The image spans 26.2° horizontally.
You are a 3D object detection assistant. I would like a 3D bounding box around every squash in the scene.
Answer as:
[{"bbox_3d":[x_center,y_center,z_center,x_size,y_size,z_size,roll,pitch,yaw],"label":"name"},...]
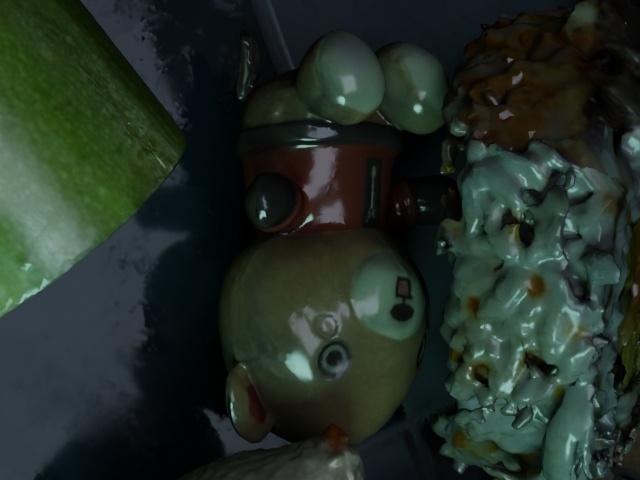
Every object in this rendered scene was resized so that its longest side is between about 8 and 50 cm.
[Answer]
[{"bbox_3d":[-0.305,-0.138,0.924,0.263,0.263,0.384,-42,104,-17],"label":"squash"}]

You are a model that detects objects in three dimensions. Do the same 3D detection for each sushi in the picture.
[{"bbox_3d":[0.201,0.019,1.113,0.417,0.175,0.418,-19,112,-61],"label":"sushi"}]

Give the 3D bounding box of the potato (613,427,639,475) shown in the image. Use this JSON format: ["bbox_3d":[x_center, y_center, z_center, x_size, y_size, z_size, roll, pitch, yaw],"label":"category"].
[{"bbox_3d":[0.328,0.205,1.288,0.100,0.120,0.261,7,89,18],"label":"potato"}]

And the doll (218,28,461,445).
[{"bbox_3d":[0.000,0.000,1.096,0.235,0.174,0.330,4,87,-54],"label":"doll"}]

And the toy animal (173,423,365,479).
[{"bbox_3d":[-0.089,0.277,1.022,0.188,0.226,0.358,38,96,-12],"label":"toy animal"}]

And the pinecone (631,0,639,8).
[{"bbox_3d":[0.353,-0.220,1.239,0.204,0.184,0.179,-11,112,-31],"label":"pinecone"}]

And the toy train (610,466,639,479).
[{"bbox_3d":[0.225,0.405,1.216,0.088,0.086,0.407,18,96,22],"label":"toy train"}]
